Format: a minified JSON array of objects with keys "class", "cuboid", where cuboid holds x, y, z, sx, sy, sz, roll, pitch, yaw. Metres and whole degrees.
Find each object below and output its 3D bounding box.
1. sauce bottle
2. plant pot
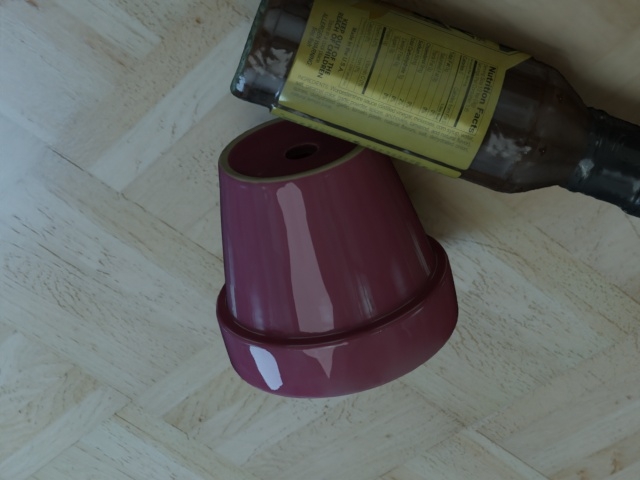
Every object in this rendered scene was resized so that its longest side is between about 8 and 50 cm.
[{"class":"sauce bottle","cuboid":[0.107,-0.101,1.162,0.344,0.111,0.111,20,137,-8]},{"class":"plant pot","cuboid":[0.000,0.000,1.251,0.201,0.201,0.180,-4,118,19]}]
